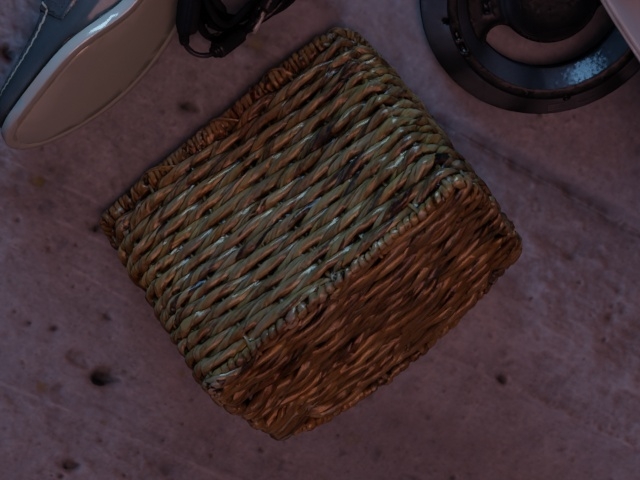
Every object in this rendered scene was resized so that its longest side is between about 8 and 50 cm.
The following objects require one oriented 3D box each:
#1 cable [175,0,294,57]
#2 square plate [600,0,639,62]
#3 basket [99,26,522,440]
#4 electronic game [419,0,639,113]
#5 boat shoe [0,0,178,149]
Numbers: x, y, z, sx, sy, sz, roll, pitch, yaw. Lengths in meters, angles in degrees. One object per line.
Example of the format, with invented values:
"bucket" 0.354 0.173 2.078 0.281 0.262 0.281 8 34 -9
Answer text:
"cable" -0.046 -0.232 1.270 0.150 0.047 0.184 -27 150 -31
"square plate" 0.447 -0.190 1.324 0.347 0.049 0.344 -34 114 7
"basket" 0.000 0.000 1.406 0.299 0.223 0.213 -40 147 6
"electronic game" 0.201 -0.219 1.382 0.229 0.048 0.229 -2 116 -4
"boat shoe" -0.172 -0.212 1.297 0.099 0.116 0.319 48 108 19
